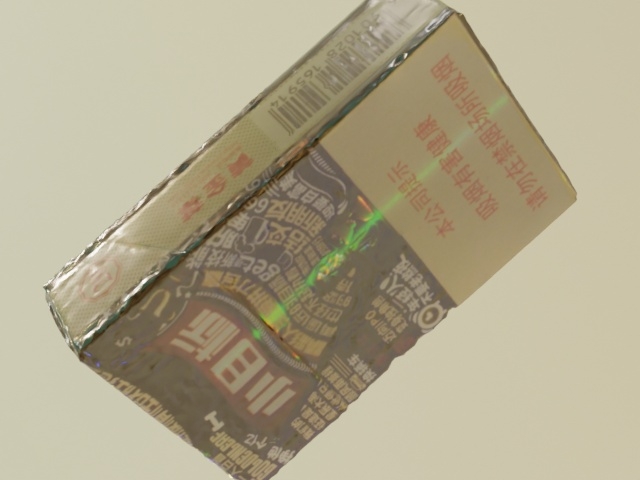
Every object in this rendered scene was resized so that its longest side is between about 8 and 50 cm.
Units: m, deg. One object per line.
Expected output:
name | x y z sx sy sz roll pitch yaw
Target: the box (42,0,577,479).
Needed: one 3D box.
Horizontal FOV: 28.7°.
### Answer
box | 0.000 0.000 0.823 0.310 0.198 0.084 -42 -138 0
